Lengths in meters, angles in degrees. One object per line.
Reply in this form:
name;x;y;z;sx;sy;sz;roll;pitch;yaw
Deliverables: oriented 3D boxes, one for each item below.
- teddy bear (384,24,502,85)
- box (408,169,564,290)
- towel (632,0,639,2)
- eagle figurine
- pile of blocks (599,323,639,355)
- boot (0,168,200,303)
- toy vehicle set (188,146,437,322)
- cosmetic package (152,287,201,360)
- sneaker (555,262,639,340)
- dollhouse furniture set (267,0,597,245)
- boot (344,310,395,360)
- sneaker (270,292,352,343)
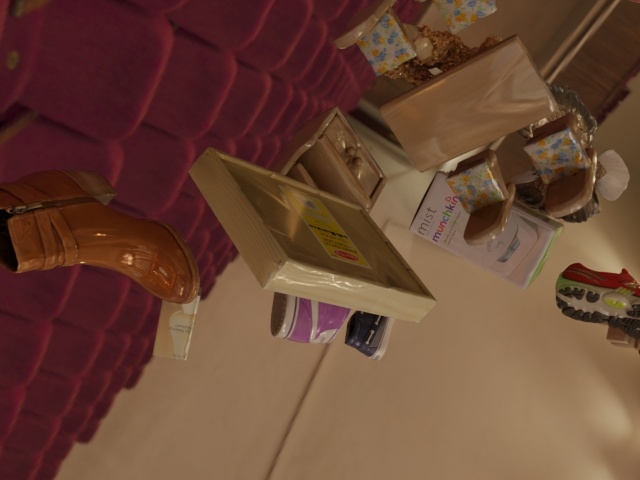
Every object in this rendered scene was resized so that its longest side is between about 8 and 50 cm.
teddy bear;0.269;-0.389;1.710;0.245;0.338;0.113;146;-55;-63
box;0.315;-0.027;1.478;0.127;0.231;0.262;-66;164;11
towel;0.479;-0.228;0.812;0.237;0.329;0.037;-142;-113;-73
eagle figurine;0.449;-0.138;1.507;0.225;0.226;0.298;-48;163;4
pile of blocks;0.714;0.221;1.582;0.149;0.362;0.113;64;42;-68
boot;-0.317;0.005;1.084;0.109;0.283;0.220;-50;167;27
toy vehicle set;0.000;0.000;0.840;0.035;0.166;0.267;-49;144;19
cosmetic package;-0.229;0.128;1.273;0.041;0.060;0.115;-110;-150;-72
sneaker;0.591;0.107;1.516;0.107;0.279;0.118;97;16;-45
dollhouse furniture set;0.123;-0.132;1.120;0.394;0.362;0.256;-23;-157;34
boot;0.112;0.162;1.734;0.069;0.086;0.190;-45;-159;46
sneaker;-0.003;0.068;1.606;0.102;0.161;0.282;169;-68;-67
